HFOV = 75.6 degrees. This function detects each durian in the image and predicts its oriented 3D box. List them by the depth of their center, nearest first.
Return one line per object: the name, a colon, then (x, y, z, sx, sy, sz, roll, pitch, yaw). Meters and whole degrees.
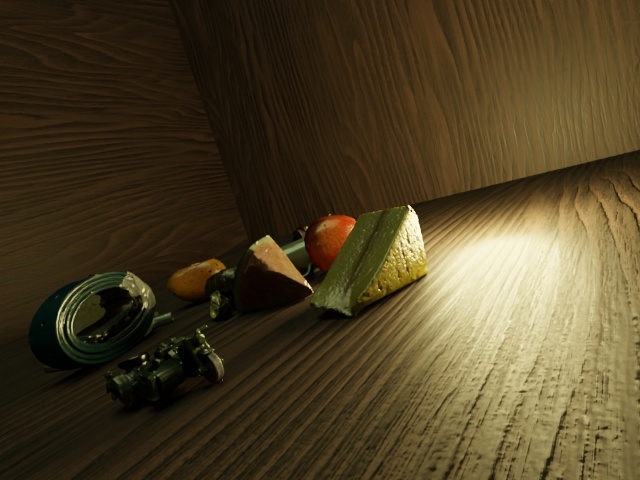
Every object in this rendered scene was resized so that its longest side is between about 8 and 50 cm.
durian: (-0.369, 0.246, 1.550, 0.071, 0.110, 0.140, 6, -4, -29)

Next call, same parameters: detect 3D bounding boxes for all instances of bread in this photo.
bread: (0.126, 0.056, 1.236, 0.233, 0.245, 0.361, -10, 7, 44)

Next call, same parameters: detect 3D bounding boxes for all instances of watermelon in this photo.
watermelon: (-0.159, 0.117, 1.541, 0.292, 0.283, 0.250, 7, 35, 2)

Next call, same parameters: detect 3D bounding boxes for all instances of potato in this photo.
potato: (-0.935, 0.319, 1.861, 0.288, 0.301, 0.237, -41, -26, 1)

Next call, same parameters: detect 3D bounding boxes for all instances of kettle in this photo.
kettle: (-0.125, 0.109, 1.800, 0.255, 0.165, 0.240, -20, 36, -13)

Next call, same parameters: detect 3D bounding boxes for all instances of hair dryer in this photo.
hair dryer: (-0.689, 0.360, 1.691, 0.154, 0.044, 0.183, -20, 12, -11)

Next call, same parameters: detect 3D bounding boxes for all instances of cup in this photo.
cup: (0.000, 0.000, 2.228, 0.279, 0.196, 0.196, -10, 4, -23)

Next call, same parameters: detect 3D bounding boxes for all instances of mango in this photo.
mango: (-0.595, 0.204, 2.012, 0.290, 0.191, 0.160, -15, -1, -17)

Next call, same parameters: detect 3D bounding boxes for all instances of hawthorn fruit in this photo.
hawthorn fruit: (0.092, -0.003, 1.657, 0.300, 0.254, 0.254, -29, 6, 7)

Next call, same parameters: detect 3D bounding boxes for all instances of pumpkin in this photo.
pumpkin: (-0.349, 0.196, 1.680, 0.219, 0.162, 0.219, -15, -19, -5)

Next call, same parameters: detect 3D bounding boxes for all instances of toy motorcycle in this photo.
toy motorcycle: (-0.368, 0.302, 0.973, 0.275, 0.127, 0.205, -16, 3, 41)

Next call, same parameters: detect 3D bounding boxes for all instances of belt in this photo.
belt: (-0.808, 0.278, 1.506, 0.173, 0.300, 0.436, -15, 12, 19)

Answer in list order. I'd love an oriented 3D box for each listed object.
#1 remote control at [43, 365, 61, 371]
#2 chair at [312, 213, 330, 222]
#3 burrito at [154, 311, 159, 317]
remote control: (-0.956, 0.465, 1.561, 0.245, 0.022, 0.077, -13, 6, 27)
chair: (0.018, 0.038, 1.996, 0.188, 0.166, 0.272, -29, -29, -56)
burrito: (-0.813, 0.364, 1.917, 0.055, 0.041, 0.149, -3, 6, 9)
